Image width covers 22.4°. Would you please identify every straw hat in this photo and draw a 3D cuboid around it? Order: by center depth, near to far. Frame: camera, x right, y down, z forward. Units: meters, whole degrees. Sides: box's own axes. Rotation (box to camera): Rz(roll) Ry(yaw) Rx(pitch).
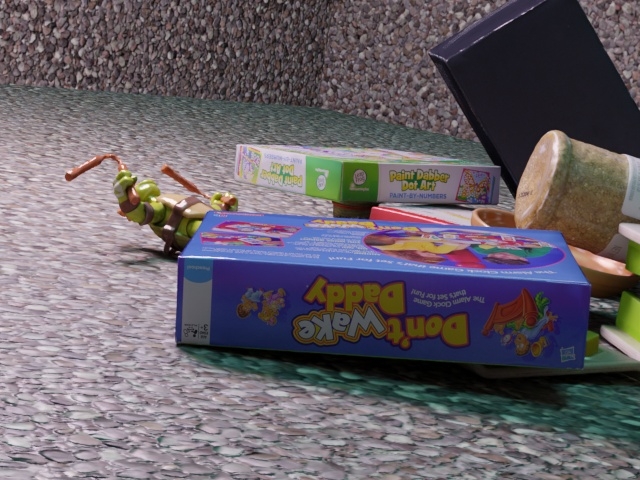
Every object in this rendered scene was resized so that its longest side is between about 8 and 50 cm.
[{"bbox_3d":[0.046,-0.040,2.175,0.144,0.061,0.144,7,11,-1],"label":"straw hat"}]

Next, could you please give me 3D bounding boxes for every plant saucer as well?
[{"bbox_3d":[0.258,0.017,1.806,0.200,0.037,0.200,19,12,-4],"label":"plant saucer"}]

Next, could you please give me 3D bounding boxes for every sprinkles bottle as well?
[{"bbox_3d":[0.397,-0.014,1.779,0.355,0.121,0.121,18,7,-9],"label":"sprinkles bottle"}]

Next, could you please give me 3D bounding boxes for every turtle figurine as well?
[{"bbox_3d":[-0.145,-0.021,1.769,0.217,0.087,0.269,22,5,28],"label":"turtle figurine"}]

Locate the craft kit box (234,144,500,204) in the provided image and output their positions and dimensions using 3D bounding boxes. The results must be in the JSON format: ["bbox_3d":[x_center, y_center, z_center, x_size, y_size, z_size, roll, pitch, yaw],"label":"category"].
[{"bbox_3d":[0.057,-0.085,2.060,0.246,0.061,0.250,-3,9,-34],"label":"craft kit box"}]

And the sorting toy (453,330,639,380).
[{"bbox_3d":[0.177,0.091,1.530,0.208,0.038,0.193,5,9,-29],"label":"sorting toy"}]

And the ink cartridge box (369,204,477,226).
[{"bbox_3d":[0.145,0.007,1.919,0.134,0.078,0.231,13,10,31],"label":"ink cartridge box"}]

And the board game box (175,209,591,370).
[{"bbox_3d":[0.055,0.039,1.462,0.347,0.078,0.233,4,11,2],"label":"board game box"}]

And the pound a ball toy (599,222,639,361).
[{"bbox_3d":[0.392,0.034,1.561,0.136,0.208,0.319,8,8,-9],"label":"pound a ball toy"}]

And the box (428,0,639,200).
[{"bbox_3d":[0.308,-0.139,2.094,0.179,0.343,0.312,-31,8,5],"label":"box"}]
